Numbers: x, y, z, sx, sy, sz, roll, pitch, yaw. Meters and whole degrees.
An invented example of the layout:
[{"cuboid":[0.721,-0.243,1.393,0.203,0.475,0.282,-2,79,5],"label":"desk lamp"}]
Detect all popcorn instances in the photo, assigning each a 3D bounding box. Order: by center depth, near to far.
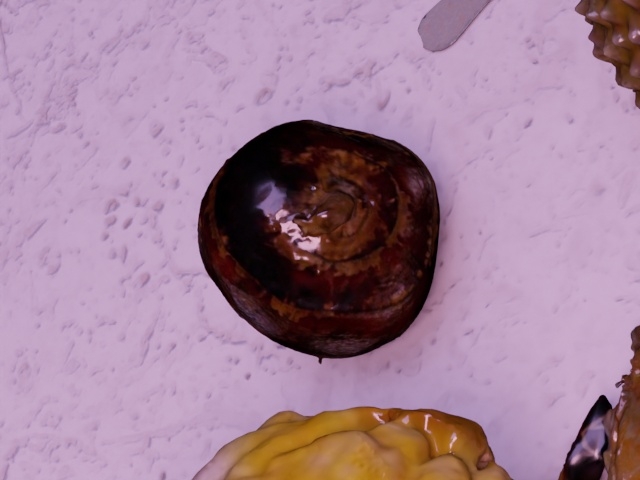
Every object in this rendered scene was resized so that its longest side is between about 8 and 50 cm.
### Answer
[{"cuboid":[0.023,0.310,1.198,0.344,0.354,0.390,-29,27,-23],"label":"popcorn"}]

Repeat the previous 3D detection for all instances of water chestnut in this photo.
[{"cuboid":[0.000,0.000,1.467,0.223,0.238,0.224,6,56,-9],"label":"water chestnut"}]

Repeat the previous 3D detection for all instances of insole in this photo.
[{"cuboid":[0.169,-0.265,1.597,0.197,0.004,0.065,-49,52,2],"label":"insole"}]

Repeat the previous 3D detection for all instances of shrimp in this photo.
[{"cuboid":[0.239,0.185,1.288,0.152,0.063,0.287,-28,38,41],"label":"shrimp"}]

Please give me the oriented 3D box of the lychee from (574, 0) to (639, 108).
[{"cuboid":[0.371,-0.280,1.254,0.380,0.380,0.432,26,102,38],"label":"lychee"}]
